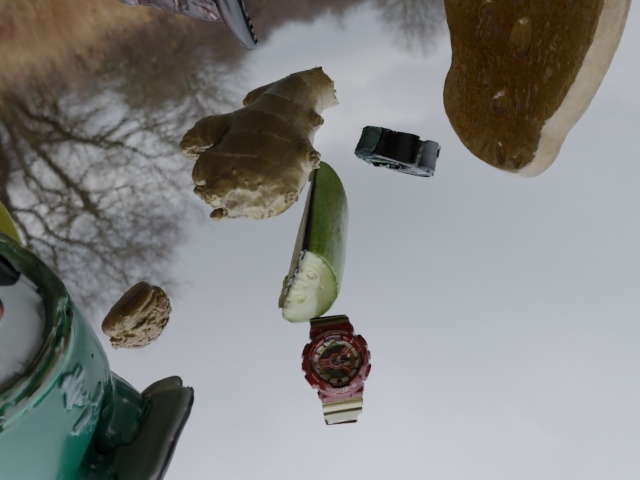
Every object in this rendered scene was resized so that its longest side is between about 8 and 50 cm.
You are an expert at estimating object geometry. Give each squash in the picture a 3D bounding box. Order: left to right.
[{"bbox_3d":[0.000,0.000,1.595,0.093,0.169,0.252,15,-140,-7],"label":"squash"}]

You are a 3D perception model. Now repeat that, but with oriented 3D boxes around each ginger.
[{"bbox_3d":[-0.098,-0.163,1.578,0.236,0.166,0.375,-18,-158,21],"label":"ginger"}]

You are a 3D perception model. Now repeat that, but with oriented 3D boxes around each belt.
[{"bbox_3d":[0.121,-0.138,1.474,0.140,0.058,0.105,16,177,28],"label":"belt"}]

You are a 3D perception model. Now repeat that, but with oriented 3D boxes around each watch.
[{"bbox_3d":[0.020,0.206,1.446,0.102,0.164,0.268,-7,156,-3],"label":"watch"}]

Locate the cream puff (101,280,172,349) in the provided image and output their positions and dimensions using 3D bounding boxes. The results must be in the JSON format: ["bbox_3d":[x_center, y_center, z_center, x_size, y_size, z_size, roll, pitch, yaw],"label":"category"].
[{"bbox_3d":[-0.340,0.145,1.759,0.126,0.103,0.144,-33,-162,35],"label":"cream puff"}]

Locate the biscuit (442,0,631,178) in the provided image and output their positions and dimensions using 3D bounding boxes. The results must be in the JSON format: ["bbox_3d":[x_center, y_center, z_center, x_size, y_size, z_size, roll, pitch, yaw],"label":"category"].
[{"bbox_3d":[0.244,-0.261,1.137,0.057,0.343,0.287,-4,-144,-31],"label":"biscuit"}]

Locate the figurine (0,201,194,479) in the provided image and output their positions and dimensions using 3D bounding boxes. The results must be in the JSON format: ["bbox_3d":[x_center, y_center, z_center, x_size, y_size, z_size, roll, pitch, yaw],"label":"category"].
[{"bbox_3d":[-0.302,0.118,0.814,0.231,0.340,0.323,-31,-152,42],"label":"figurine"}]

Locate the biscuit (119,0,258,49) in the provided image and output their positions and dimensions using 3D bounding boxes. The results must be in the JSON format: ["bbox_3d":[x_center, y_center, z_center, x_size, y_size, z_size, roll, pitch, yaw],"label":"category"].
[{"bbox_3d":[-0.174,-0.307,1.062,0.235,0.151,0.063,20,-123,28],"label":"biscuit"}]
